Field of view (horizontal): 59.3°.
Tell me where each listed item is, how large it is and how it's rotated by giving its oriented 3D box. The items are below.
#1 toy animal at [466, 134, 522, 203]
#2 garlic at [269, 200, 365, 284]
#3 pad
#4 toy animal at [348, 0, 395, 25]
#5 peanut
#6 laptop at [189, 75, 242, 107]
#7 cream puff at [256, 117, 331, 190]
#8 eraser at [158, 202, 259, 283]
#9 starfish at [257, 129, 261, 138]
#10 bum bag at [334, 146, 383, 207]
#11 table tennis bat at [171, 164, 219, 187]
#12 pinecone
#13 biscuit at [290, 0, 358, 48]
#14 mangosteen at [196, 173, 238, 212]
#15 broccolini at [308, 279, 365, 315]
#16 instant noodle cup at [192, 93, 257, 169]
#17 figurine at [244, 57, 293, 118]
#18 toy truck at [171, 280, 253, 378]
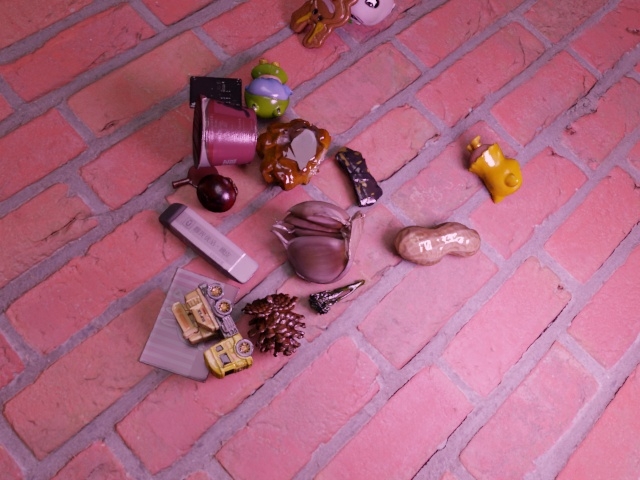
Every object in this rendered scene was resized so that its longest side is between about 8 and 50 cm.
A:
[{"bbox_3d":[0.592,-0.254,1.942,0.156,0.156,0.230,-31,75,-20],"label":"toy animal"},{"bbox_3d":[0.000,0.000,1.699,0.291,0.237,0.210,-2,52,29],"label":"garlic"},{"bbox_3d":[-0.379,0.242,1.648,0.202,0.005,0.300,19,66,-2],"label":"pad"},{"bbox_3d":[0.150,-0.925,2.115,0.212,0.212,0.267,-17,75,-16],"label":"toy animal"},{"bbox_3d":[0.383,0.010,1.816,0.298,0.120,0.136,-7,93,-13],"label":"peanut"},{"bbox_3d":[-0.363,-0.513,1.952,0.180,0.016,0.129,-1,68,-9],"label":"laptop"},{"bbox_3d":[-0.086,-0.291,1.834,0.268,0.155,0.241,-22,78,-19],"label":"cream puff"},{"bbox_3d":[-0.344,0.005,1.721,0.352,0.061,0.089,38,67,5],"label":"eraser"},{"bbox_3d":[-0.201,-0.338,1.909,0.086,0.016,0.092,-21,76,-20],"label":"starfish"},{"bbox_3d":[0.128,-0.220,1.895,0.106,0.060,0.233,-16,73,-25],"label":"bum bag"},{"bbox_3d":[-0.404,-0.202,1.817,0.154,0.019,0.098,-20,74,-20],"label":"table tennis bat"},{"bbox_3d":[-0.129,0.240,1.611,0.179,0.150,0.195,-21,73,-36],"label":"pinecone"},{"bbox_3d":[0.022,-0.838,2.037,0.295,0.044,0.186,-42,77,22],"label":"biscuit"},{"bbox_3d":[-0.317,-0.153,1.764,0.140,0.140,0.140,3,68,-9],"label":"mangosteen"},{"bbox_3d":[0.056,0.170,1.742,0.201,0.058,0.074,-19,87,-33],"label":"broccolini"},{"bbox_3d":[-0.307,-0.337,1.786,0.178,0.235,0.235,1,68,-19],"label":"instant noodle cup"},{"bbox_3d":[-0.179,-0.522,1.929,0.162,0.143,0.263,11,50,-14],"label":"figurine"},{"bbox_3d":[-0.305,0.257,1.583,0.157,0.124,0.272,-25,74,-19],"label":"toy truck"}]
